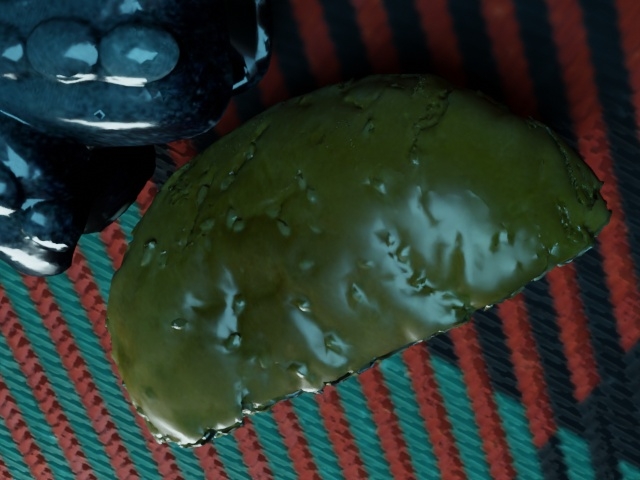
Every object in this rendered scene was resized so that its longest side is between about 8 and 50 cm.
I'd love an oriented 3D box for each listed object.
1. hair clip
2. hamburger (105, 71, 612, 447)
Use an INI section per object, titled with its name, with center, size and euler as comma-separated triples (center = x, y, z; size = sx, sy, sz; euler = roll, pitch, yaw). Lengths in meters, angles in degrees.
[hair clip]
center = -0.182, -0.091, 0.515
size = 0.310, 0.194, 0.206
euler = 18, 111, 4
[hamburger]
center = 0.000, 0.000, 0.548
size = 0.262, 0.124, 0.131
euler = -25, 112, 24
